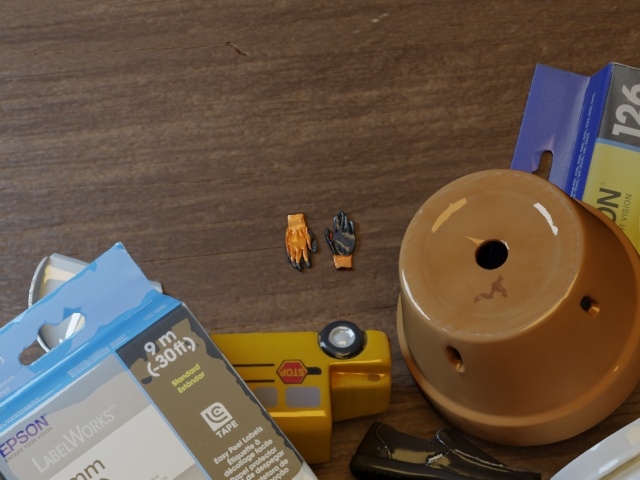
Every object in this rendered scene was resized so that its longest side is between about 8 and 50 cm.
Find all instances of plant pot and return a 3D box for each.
[{"bbox_3d":[0.207,0.053,1.881,0.291,0.203,0.291,-8,62,15],"label":"plant pot"}]

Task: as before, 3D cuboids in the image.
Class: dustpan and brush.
[{"bbox_3d":[-0.276,0.115,1.959,0.147,0.060,0.211,16,69,4],"label":"dustpan and brush"}]

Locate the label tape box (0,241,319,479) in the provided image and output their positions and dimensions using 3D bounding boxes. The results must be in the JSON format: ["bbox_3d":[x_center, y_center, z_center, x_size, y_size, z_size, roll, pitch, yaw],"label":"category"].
[{"bbox_3d":[-0.202,0.192,1.767,0.249,0.115,0.347,-36,80,-12],"label":"label tape box"}]

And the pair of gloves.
[{"bbox_3d":[0.000,0.000,2.042,0.083,0.010,0.074,-1,69,-4],"label":"pair of gloves"}]

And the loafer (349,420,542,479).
[{"bbox_3d":[0.145,0.243,1.914,0.220,0.080,0.078,12,67,1],"label":"loafer"}]

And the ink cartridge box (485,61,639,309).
[{"bbox_3d":[0.376,-0.054,2.048,0.307,0.072,0.303,15,70,1],"label":"ink cartridge box"}]

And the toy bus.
[{"bbox_3d":[-0.088,0.172,1.903,0.333,0.108,0.130,-1,53,-2],"label":"toy bus"}]

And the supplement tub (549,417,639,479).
[{"bbox_3d":[0.404,0.347,1.798,0.241,0.241,0.331,-27,73,-12],"label":"supplement tub"}]
